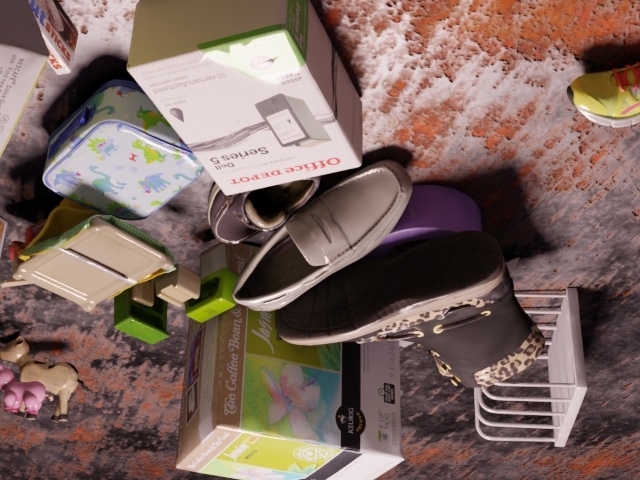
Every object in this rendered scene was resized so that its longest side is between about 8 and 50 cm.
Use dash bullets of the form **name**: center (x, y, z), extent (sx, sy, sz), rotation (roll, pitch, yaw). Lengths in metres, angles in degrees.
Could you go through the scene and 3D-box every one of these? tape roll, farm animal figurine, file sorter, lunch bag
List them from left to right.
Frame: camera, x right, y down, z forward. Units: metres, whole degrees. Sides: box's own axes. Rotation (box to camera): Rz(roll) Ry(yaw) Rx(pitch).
- **farm animal figurine**: center (-0.647, 0.231, 1.889), extent (0.326, 0.172, 0.330), rotation (-8, 157, 36)
- **lunch bag**: center (-0.267, -0.121, 1.366), extent (0.176, 0.090, 0.219), rotation (22, 144, -32)
- **tape roll**: center (0.158, -0.002, 1.562), extent (0.188, 0.080, 0.189), rotation (0, 149, 0)
- **file sorter**: center (0.374, 0.236, 1.841), extent (0.173, 0.193, 0.278), rotation (0, 148, 5)

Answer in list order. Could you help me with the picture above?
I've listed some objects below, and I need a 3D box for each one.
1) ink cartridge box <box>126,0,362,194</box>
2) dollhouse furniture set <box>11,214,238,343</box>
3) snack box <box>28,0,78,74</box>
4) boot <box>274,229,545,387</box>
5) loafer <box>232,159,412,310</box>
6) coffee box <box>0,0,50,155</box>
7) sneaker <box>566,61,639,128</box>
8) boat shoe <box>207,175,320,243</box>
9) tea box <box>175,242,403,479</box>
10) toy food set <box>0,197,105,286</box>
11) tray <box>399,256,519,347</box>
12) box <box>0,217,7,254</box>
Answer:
- **ink cartridge box**: center (-0.080, -0.187, 1.232), extent (0.198, 0.115, 0.273), rotation (-11, 146, 17)
- **dollhouse furniture set**: center (-0.294, 0.014, 1.530), extent (0.197, 0.151, 0.301), rotation (-27, 140, 29)
- **snack box**: center (-0.330, -0.272, 1.148), extent (0.022, 0.064, 0.178), rotation (-6, 148, 14)
- **boot**: center (0.149, 0.133, 1.573), extent (0.377, 0.138, 0.284), rotation (-20, 139, 22)
- **loafer**: center (0.000, 0.000, 1.470), extent (0.319, 0.112, 0.111), rotation (-43, 167, 21)
- **coffee box**: center (-0.496, -0.167, 0.917), extent (0.334, 0.338, 0.338), rotation (11, 126, -39)
- **sneaker**: center (0.411, -0.199, 1.253), extent (0.208, 0.082, 0.094), rotation (-3, 142, -6)
- **boat shoe**: center (-0.085, -0.060, 1.457), extent (0.102, 0.092, 0.285), rotation (20, 143, -28)
- **tea box**: center (-0.051, 0.221, 1.688), extent (0.323, 0.329, 0.220), rotation (13, 147, -20)
- **toy food set**: center (-0.419, -0.013, 1.548), extent (0.218, 0.071, 0.128), rotation (-39, 164, 35)
- **tray**: center (0.224, 0.117, 1.730), extent (0.145, 0.030, 0.270), rotation (-22, 166, -39)
- **box**: center (-0.601, 0.038, 1.466), extent (0.126, 0.262, 0.231), rotation (-13, 145, 20)
